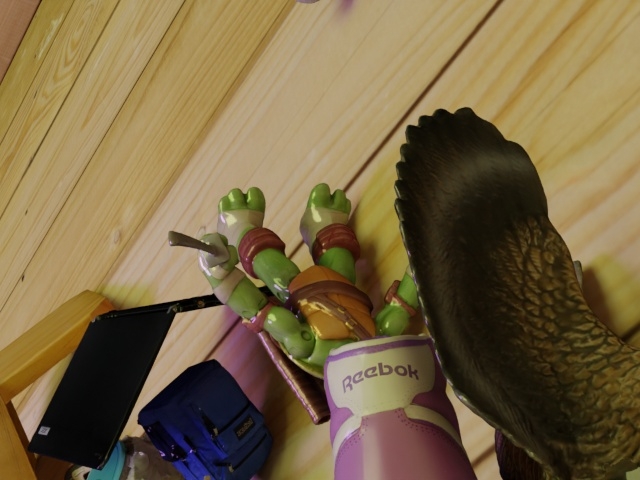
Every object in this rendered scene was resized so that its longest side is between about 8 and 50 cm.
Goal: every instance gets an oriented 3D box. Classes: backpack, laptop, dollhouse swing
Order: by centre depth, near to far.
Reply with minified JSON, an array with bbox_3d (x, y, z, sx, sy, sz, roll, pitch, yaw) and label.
[{"bbox_3d":[-0.108,0.194,0.927,0.098,0.120,0.101,-40,11,-37],"label":"backpack"},{"bbox_3d":[-0.154,0.131,0.966,0.234,0.264,0.136,-11,88,56],"label":"laptop"},{"bbox_3d":[-0.419,0.280,1.407,0.347,0.305,0.315,-2,111,68],"label":"dollhouse swing"}]

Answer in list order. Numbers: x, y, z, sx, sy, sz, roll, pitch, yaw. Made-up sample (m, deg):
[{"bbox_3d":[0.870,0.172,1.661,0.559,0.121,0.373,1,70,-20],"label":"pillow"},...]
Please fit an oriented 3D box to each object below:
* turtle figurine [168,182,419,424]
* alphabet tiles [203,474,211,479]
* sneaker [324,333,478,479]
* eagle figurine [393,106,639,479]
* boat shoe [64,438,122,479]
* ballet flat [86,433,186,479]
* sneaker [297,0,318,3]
[{"bbox_3d":[0.000,0.000,0.799,0.198,0.274,0.266,-32,31,-2],"label":"turtle figurine"},{"bbox_3d":[-0.099,0.320,0.838,0.237,0.009,0.198,112,154,-61],"label":"alphabet tiles"},{"bbox_3d":[0.061,0.148,0.582,0.282,0.102,0.161,77,-177,-59],"label":"sneaker"},{"bbox_3d":[0.149,0.081,0.523,0.298,0.225,0.226,39,118,47],"label":"eagle figurine"},{"bbox_3d":[-0.314,0.322,1.274,0.137,0.049,0.043,-44,42,31],"label":"boat shoe"},{"bbox_3d":[-0.241,0.409,0.969,0.147,0.147,0.409,-7,53,57],"label":"ballet flat"},{"bbox_3d":[-0.019,-0.385,1.138,0.153,0.101,0.268,-21,51,54],"label":"sneaker"}]
